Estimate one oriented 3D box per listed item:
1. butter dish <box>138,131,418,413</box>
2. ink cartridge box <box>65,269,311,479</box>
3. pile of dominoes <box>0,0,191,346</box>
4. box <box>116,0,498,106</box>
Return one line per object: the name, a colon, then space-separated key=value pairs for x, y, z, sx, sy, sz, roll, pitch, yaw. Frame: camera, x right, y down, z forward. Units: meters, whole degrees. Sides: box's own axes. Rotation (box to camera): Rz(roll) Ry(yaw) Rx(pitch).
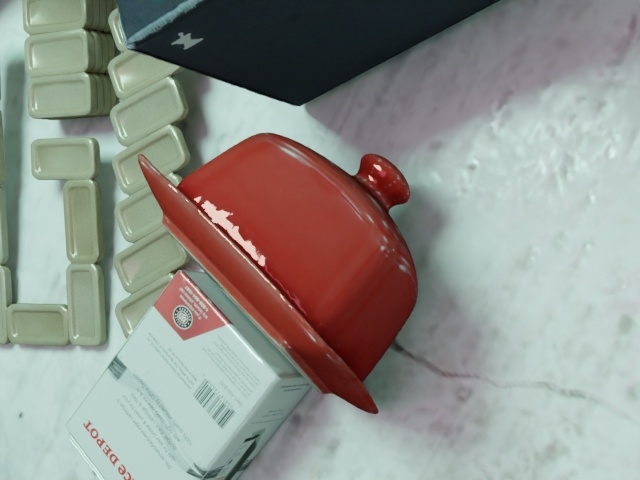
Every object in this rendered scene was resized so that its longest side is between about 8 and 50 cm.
butter dish: x=0.000 y=0.000 z=0.551 sx=0.118 sy=0.160 sz=0.160 roll=-43 pitch=66 yaw=-7
ink cartridge box: x=-0.082 y=0.101 z=0.620 sx=0.099 sy=0.056 sz=0.135 roll=45 pitch=106 yaw=24
pile of dominoes: x=-0.164 y=-0.050 z=0.701 sx=0.195 sy=0.040 sz=0.251 roll=0 pitch=94 yaw=27
box: x=0.021 y=-0.272 z=0.525 sx=0.296 sy=0.182 sz=0.294 roll=-24 pitch=74 yaw=26
